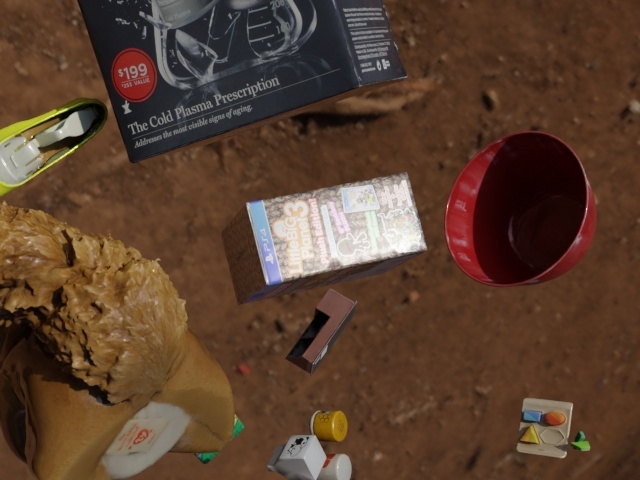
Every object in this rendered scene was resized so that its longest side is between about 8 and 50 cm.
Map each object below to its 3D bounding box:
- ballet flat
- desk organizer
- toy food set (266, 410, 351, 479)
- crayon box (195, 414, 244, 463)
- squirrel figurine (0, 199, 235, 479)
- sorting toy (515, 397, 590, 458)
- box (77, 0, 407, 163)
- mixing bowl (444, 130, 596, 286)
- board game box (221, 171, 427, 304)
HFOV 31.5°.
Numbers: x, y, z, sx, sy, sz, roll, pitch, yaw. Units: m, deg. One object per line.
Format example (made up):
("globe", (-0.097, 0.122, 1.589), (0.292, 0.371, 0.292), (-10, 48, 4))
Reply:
("ballet flat", (-0.374, -0.126, 1.495), (0.231, 0.077, 0.077), (-37, 110, -32))
("desk organizer", (0.001, 0.141, 1.771), (0.130, 0.050, 0.047), (-53, 166, -28))
("toy food set", (-0.046, 0.312, 1.405), (0.111, 0.104, 0.232), (65, 35, -29))
("crayon box", (-0.239, 0.182, 1.619), (0.081, 0.278, 0.165), (-42, 128, -12))
("squirrel figurine", (-0.316, 0.090, 1.350), (0.281, 0.370, 0.397), (-29, 145, -29))
("sorting toy", (0.252, 0.202, 1.216), (0.012, 0.083, 0.062), (34, 64, -52))
("box", (-0.112, -0.299, 1.436), (0.343, 0.312, 0.179), (-16, -176, 26))
("mixing bowl", (0.241, -0.022, 1.282), (0.181, 0.181, 0.098), (-48, 138, 14))
("board game box", (0.000, 0.000, 1.968), (0.291, 0.141, 0.232), (-12, 172, -18))
